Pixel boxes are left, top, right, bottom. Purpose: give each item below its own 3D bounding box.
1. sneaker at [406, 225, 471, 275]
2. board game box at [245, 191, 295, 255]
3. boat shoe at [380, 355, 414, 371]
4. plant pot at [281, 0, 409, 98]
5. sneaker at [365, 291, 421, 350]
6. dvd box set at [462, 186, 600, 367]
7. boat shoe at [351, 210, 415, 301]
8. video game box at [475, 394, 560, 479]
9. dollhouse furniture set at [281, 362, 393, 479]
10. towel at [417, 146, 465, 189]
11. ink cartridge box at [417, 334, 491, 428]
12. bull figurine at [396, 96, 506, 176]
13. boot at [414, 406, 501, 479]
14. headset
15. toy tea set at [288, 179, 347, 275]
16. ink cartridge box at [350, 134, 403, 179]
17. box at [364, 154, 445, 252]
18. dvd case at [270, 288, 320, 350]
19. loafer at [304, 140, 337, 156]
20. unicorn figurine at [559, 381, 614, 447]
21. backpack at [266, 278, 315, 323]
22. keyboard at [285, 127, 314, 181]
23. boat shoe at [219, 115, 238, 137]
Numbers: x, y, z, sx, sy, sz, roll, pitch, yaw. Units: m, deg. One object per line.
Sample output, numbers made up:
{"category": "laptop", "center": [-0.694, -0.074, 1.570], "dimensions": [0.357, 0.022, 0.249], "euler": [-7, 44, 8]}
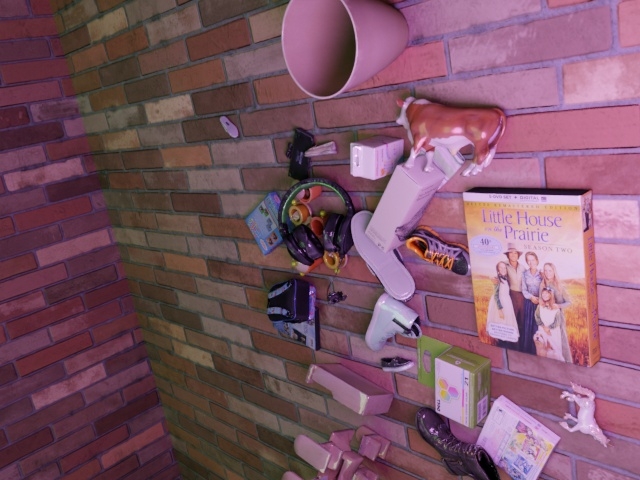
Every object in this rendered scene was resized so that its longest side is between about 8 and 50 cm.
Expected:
{"category": "sneaker", "center": [0.325, 0.039, 1.645], "dimensions": [0.214, 0.083, 0.084], "euler": [31, 127, 34]}
{"category": "board game box", "center": [-0.186, -0.058, 2.207], "dimensions": [0.211, 0.039, 0.160], "euler": [-39, 78, 49]}
{"category": "boat shoe", "center": [0.242, 0.393, 1.935], "dimensions": [0.142, 0.049, 0.040], "euler": [-22, 90, 53]}
{"category": "plant pot", "center": [0.088, -0.501, 1.502], "dimensions": [0.256, 0.274, 0.257], "euler": [23, 123, 40]}
{"category": "sneaker", "center": [0.228, 0.288, 1.858], "dimensions": [0.151, 0.094, 0.256], "euler": [32, 141, 23]}
{"category": "dvd box set", "center": [0.510, 0.080, 1.471], "dimensions": [0.307, 0.062, 0.421], "euler": [8, 114, 46]}
{"category": "boat shoe", "center": [0.182, 0.053, 1.796], "dimensions": [0.091, 0.114, 0.303], "euler": [61, -175, -70]}
{"category": "video game box", "center": [0.543, 0.562, 1.677], "dimensions": [0.187, 0.048, 0.205], "euler": [37, 133, 35]}
{"category": "dollhouse furniture set", "center": [0.045, 0.652, 2.056], "dimensions": [0.256, 0.362, 0.395], "euler": [22, 95, 39]}
{"category": "towel", "center": [0.303, -0.203, 1.599], "dimensions": [0.113, 0.023, 0.152], "euler": [55, 140, 15]}
{"category": "ink cartridge box", "center": [0.363, 0.404, 1.766], "dimensions": [0.255, 0.097, 0.189], "euler": [15, 119, 43]}
{"category": "bull figurine", "center": [0.299, -0.261, 1.488], "dimensions": [0.310, 0.101, 0.189], "euler": [12, 94, 40]}
{"category": "boot", "center": [0.409, 0.603, 1.770], "dimensions": [0.263, 0.091, 0.229], "euler": [54, 159, 0]}
{"category": "headset", "center": [0.000, 0.000, 1.852], "dimensions": [0.243, 0.185, 0.395], "euler": [-17, 86, 14]}
{"category": "toy tea set", "center": [-0.048, -0.034, 1.996], "dimensions": [0.200, 0.124, 0.336], "euler": [-13, 98, 50]}
{"category": "ink cartridge box", "center": [0.150, -0.228, 1.664], "dimensions": [0.089, 0.143, 0.092], "euler": [20, 122, 42]}
{"category": "box", "center": [0.226, -0.096, 1.652], "dimensions": [0.094, 0.113, 0.275], "euler": [48, 143, 21]}
{"category": "dvd case", "center": [-0.096, 0.294, 2.289], "dimensions": [0.253, 0.022, 0.181], "euler": [21, 121, 42]}
{"category": "loafer", "center": [0.001, -0.285, 1.892], "dimensions": [0.125, 0.045, 0.039], "euler": [0, 91, 42]}
{"category": "unicorn figurine", "center": [0.650, 0.438, 1.486], "dimensions": [0.111, 0.060, 0.162], "euler": [5, 112, 48]}
{"category": "backpack", "center": [-0.113, 0.225, 2.172], "dimensions": [0.173, 0.116, 0.158], "euler": [-18, 66, 47]}
{"category": "keyboard", "center": [-0.071, -0.281, 1.986], "dimensions": [0.108, 0.023, 0.180], "euler": [32, 129, 27]}
{"category": "boat shoe", "center": [-0.335, -0.411, 2.215], "dimensions": [0.100, 0.035, 0.035], "euler": [48, 164, 16]}
